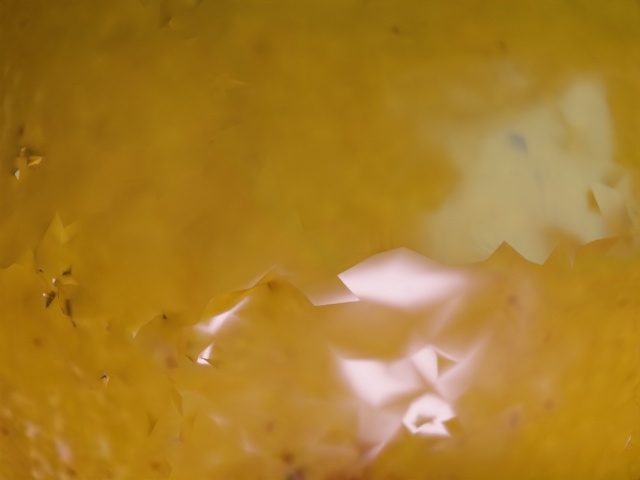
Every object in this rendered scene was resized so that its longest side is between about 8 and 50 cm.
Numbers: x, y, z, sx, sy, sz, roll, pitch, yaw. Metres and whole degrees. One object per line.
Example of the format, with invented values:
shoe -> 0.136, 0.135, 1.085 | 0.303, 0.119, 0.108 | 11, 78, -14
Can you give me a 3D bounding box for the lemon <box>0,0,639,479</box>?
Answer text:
lemon -> 0.000, 0.000, 0.636 | 0.310, 0.258, 0.258 | -5, 79, -26
